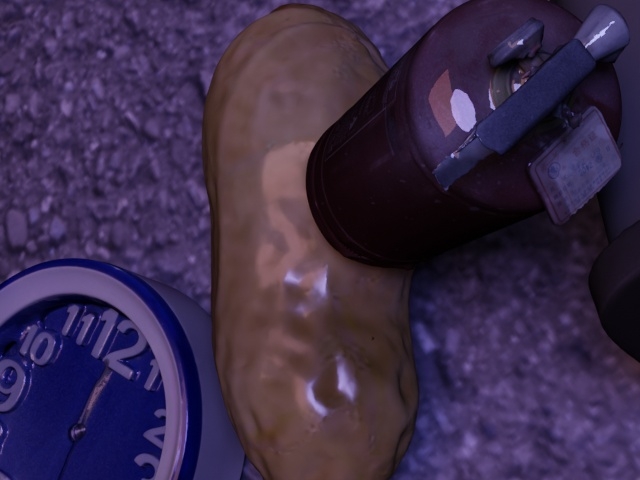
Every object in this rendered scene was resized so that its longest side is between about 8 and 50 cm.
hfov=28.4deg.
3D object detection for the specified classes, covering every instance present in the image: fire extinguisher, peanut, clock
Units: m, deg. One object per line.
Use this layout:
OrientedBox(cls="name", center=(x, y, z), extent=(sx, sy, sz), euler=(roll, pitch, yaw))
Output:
OrientedBox(cls="fire extinguisher", center=(0.062, -0.043, 0.576), extent=(0.105, 0.269, 0.104), euler=(2, 83, -13))
OrientedBox(cls="peanut", center=(0.000, 0.000, 0.763), extent=(0.148, 0.147, 0.318), euler=(-12, 69, 27))
OrientedBox(cls="clock", center=(-0.162, 0.131, 0.858), extent=(0.230, 0.083, 0.230), euler=(-10, 70, 29))

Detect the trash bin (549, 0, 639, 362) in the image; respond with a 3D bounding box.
OrientedBox(cls="trash bin", center=(0.222, -0.090, 0.624), extent=(0.219, 0.220, 0.250), euler=(-24, 59, 22))
